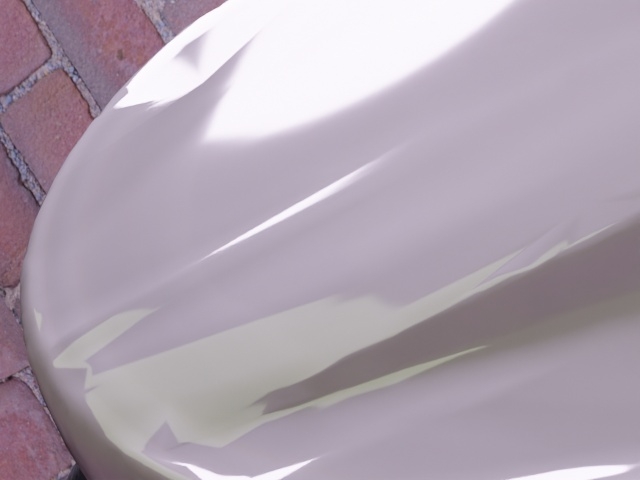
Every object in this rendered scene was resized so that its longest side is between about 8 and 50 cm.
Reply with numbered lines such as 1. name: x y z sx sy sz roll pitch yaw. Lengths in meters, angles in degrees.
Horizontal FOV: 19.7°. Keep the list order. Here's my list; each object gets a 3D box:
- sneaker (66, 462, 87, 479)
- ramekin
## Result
1. sneaker: 0.083 0.110 1.038 0.448 0.169 0.257 -25 -8 23
2. ramekin: 0.074 0.019 0.443 0.273 0.127 0.273 -14 32 9
